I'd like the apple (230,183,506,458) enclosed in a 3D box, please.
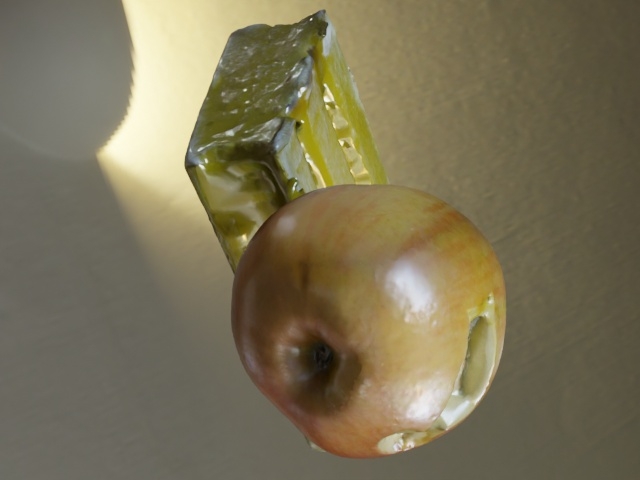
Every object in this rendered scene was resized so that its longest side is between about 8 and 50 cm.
[{"bbox_3d":[0.031,0.049,0.980,0.199,0.199,0.199,20,-60,39],"label":"apple"}]

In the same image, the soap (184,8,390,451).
[{"bbox_3d":[0.000,0.000,1.220,0.091,0.199,0.315,-7,-52,19],"label":"soap"}]
